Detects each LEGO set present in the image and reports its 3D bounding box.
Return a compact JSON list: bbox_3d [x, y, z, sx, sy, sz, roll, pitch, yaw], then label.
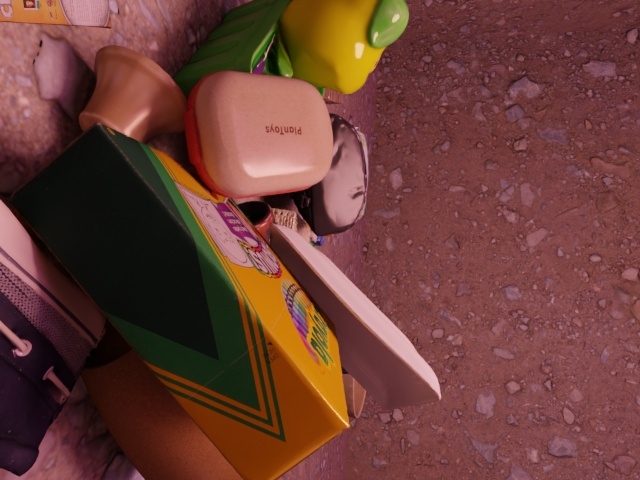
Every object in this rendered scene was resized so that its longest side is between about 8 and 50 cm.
[{"bbox_3d":[0.000,0.000,1.439,0.227,0.093,0.087,66,30,-60],"label":"LEGO set"}]

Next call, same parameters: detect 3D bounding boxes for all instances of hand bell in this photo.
[{"bbox_3d":[-0.259,-0.085,0.455,0.126,0.126,0.242,72,37,-54],"label":"hand bell"}]

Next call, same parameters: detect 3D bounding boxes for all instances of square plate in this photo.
[{"bbox_3d":[0.040,0.148,0.743,0.049,0.344,0.347,-39,164,-19],"label":"square plate"}]

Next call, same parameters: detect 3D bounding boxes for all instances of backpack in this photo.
[{"bbox_3d":[0.015,-0.181,1.132,0.355,0.273,0.290,-162,-113,-67],"label":"backpack"}]

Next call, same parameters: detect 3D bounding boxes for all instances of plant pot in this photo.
[{"bbox_3d":[-0.189,0.191,0.558,0.237,0.237,0.254,-72,145,-45],"label":"plant pot"}]

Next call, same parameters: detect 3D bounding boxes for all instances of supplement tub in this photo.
[{"bbox_3d":[-0.135,0.021,0.897,0.106,0.106,0.198,-70,158,-48],"label":"supplement tub"}]

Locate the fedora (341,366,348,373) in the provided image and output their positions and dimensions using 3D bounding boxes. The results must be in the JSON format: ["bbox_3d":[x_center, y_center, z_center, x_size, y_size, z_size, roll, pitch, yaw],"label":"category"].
[{"bbox_3d":[-0.066,0.247,0.995,0.152,0.334,0.334,-56,171,12],"label":"fedora"}]

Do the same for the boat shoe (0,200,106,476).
[{"bbox_3d":[-0.282,0.056,0.283,0.340,0.127,0.158,74,18,-51],"label":"boat shoe"}]

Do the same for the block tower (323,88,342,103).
[{"bbox_3d":[-0.007,-0.488,1.329,0.335,0.091,0.097,-39,130,-70],"label":"block tower"}]

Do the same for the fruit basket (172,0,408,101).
[{"bbox_3d":[-0.025,-0.307,0.749,0.283,0.392,0.392,77,21,-47],"label":"fruit basket"}]

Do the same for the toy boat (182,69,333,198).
[{"bbox_3d":[-0.092,-0.137,0.573,0.231,0.151,0.151,-14,102,-46],"label":"toy boat"}]

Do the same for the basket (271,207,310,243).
[{"bbox_3d":[-0.095,-0.008,1.050,0.167,0.103,0.113,51,45,-70],"label":"basket"}]

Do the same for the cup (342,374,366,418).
[{"bbox_3d":[0.017,0.353,1.286,0.331,0.237,0.331,2,90,-75],"label":"cup"}]

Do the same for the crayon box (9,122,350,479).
[{"bbox_3d":[-0.109,0.051,0.506,0.313,0.106,0.363,50,1,-1],"label":"crayon box"}]

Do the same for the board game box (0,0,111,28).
[{"bbox_3d":[-0.260,-0.323,0.362,0.165,0.042,0.243,-65,166,-63],"label":"board game box"}]
